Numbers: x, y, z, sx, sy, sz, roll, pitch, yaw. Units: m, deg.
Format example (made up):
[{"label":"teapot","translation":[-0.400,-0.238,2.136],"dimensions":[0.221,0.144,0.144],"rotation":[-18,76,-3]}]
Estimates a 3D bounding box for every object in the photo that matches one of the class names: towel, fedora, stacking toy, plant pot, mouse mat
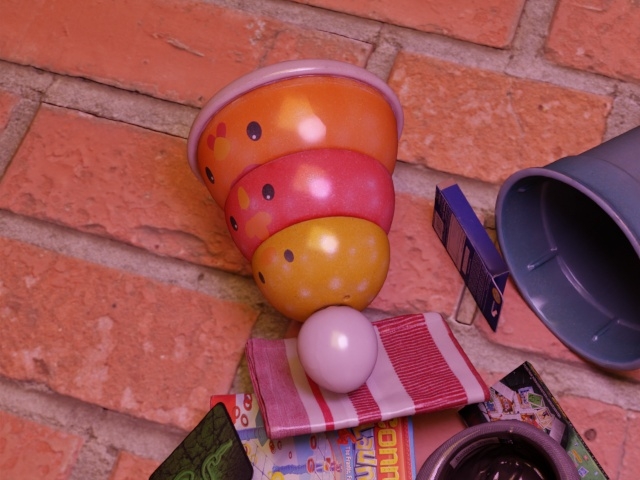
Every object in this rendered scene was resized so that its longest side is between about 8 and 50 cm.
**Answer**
[{"label":"towel","translation":[0.062,0.195,1.683],"dimensions":[0.328,0.037,0.237],"rotation":[-8,28,-10]},{"label":"fedora","translation":[0.250,0.393,1.565],"dimensions":[0.243,0.124,0.276],"rotation":[-1,62,17]},{"label":"stacking toy","translation":[0.000,0.000,1.685],"dimensions":[0.350,0.351,0.480],"rotation":[-11,58,-4]},{"label":"plant pot","translation":[0.504,-0.030,1.726],"dimensions":[0.334,0.341,0.341],"rotation":[-30,64,-23]},{"label":"mouse mat","translation":[-0.177,0.346,1.631],"dimensions":[0.190,0.007,0.153],"rotation":[-49,43,17]}]

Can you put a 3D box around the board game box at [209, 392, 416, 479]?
[{"label":"board game box","translation":[-0.009,0.374,1.643],"dimensions":[0.301,0.086,0.308],"rotation":[-4,61,1]}]

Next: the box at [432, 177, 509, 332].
[{"label":"box","translation":[0.245,0.025,1.795],"dimensions":[0.036,0.136,0.225],"rotation":[-21,63,-9]}]

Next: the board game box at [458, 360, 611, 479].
[{"label":"board game box","translation":[0.323,0.320,1.651],"dimensions":[0.136,0.030,0.260],"rotation":[-37,60,12]}]
